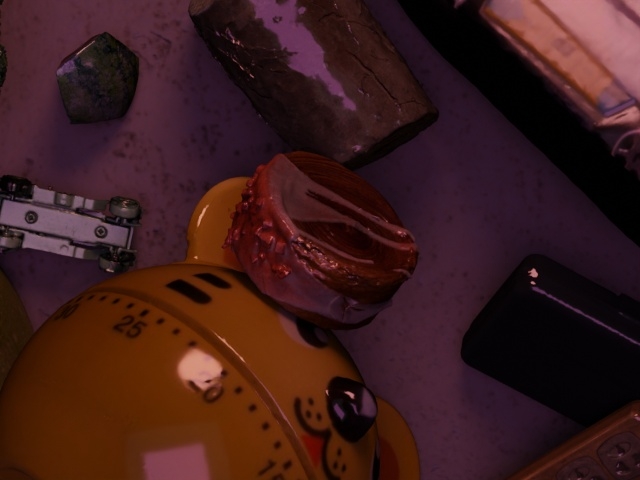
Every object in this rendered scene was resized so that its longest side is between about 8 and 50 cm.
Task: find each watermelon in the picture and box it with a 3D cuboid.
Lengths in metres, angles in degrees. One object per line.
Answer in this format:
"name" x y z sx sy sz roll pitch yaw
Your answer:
"watermelon" -0.217 -0.148 1.498 0.072 0.092 0.085 0 87 39

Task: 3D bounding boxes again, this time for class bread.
"bread" 0.000 0.000 1.372 0.160 0.160 0.073 35 124 -3

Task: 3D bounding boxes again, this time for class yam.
"yam" -0.014 -0.171 1.453 0.154 0.154 0.254 -35 97 3

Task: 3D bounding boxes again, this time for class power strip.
"power strip" 0.203 0.241 1.502 0.305 0.044 0.064 -36 96 25

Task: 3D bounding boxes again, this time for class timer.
"timer" -0.086 0.166 1.417 0.387 0.376 0.376 -33 96 -36

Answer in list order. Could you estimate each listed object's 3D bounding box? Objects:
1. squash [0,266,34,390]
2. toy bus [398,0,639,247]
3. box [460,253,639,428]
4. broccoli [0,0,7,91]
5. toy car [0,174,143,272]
"squash" -0.360 0.117 1.548 0.189 0.189 0.260 -21 131 2
"toy bus" 0.237 -0.166 1.409 0.162 0.171 0.386 -42 72 -6
"box" 0.255 0.112 1.490 0.230 0.160 0.050 28 53 -2
"broccoli" -0.404 -0.181 1.400 0.270 0.270 0.270 -1 87 25
"toy car" -0.239 -0.017 1.519 0.143 0.054 0.073 10 97 -5
